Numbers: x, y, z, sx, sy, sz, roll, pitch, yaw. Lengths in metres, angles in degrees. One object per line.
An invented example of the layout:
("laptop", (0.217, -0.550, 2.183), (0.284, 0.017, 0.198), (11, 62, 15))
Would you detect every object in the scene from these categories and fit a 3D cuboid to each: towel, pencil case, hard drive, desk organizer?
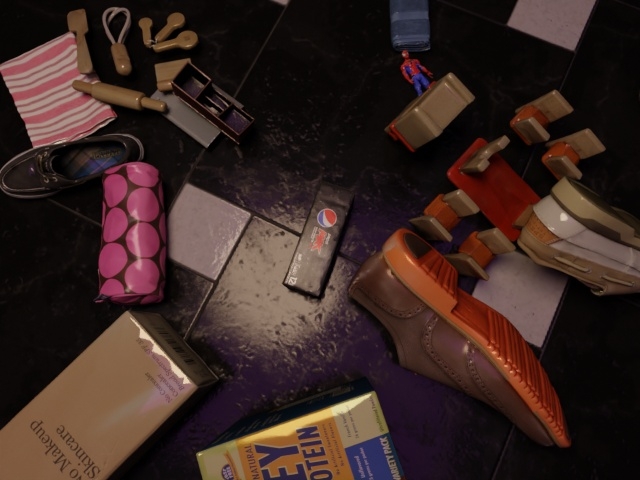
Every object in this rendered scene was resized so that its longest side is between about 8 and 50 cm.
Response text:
("towel", (-0.446, -0.253, 0.778), (0.144, 0.029, 0.197), (-29, 79, -5))
("pencil case", (-0.287, -0.008, 0.694), (0.098, 0.095, 0.209), (-8, 75, 21))
("hard drive", (-0.206, -0.222, 0.767), (0.135, 0.022, 0.094), (37, 81, 8))
("towel", (0.151, -0.378, 0.785), (0.067, 0.029, 0.119), (0, 79, 2))
("desk organizer", (-0.165, -0.213, 0.718), (0.130, 0.050, 0.047), (37, 82, -8))

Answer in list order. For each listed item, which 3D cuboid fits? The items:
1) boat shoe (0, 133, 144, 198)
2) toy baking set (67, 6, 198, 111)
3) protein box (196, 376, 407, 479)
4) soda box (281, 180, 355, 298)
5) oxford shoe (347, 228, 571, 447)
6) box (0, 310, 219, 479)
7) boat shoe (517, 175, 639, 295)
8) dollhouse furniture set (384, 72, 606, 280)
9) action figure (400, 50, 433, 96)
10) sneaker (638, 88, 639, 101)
("boat shoe", (-0.394, -0.116, 0.716), (0.229, 0.076, 0.080), (-12, 99, -4))
("toy baking set", (-0.321, -0.309, 0.775), (0.257, 0.030, 0.196), (11, 69, 5))
("protein box", (-0.011, 0.271, 0.566), (0.201, 0.200, 0.135), (-19, 78, -2))
("soda box", (0.000, 0.000, 0.698), (0.060, 0.053, 0.168), (19, 80, 5))
("oxford shoe", (0.193, 0.152, 0.646), (0.363, 0.130, 0.133), (48, 116, 3))
("box", (-0.307, 0.254, 0.619), (0.148, 0.121, 0.311), (43, 82, 9))
("boat shoe", (0.396, 0.019, 0.632), (0.303, 0.113, 0.103), (25, 123, -21))
("dollhouse furniture set", (0.227, -0.113, 0.688), (0.259, 0.135, 0.262), (45, 83, -7))
("action figure", (0.163, -0.266, 0.763), (0.038, 0.030, 0.115), (-26, 76, 2))
("sneaker", (0.600, -0.156, 0.685), (0.100, 0.108, 0.271), (-33, 80, -7))
